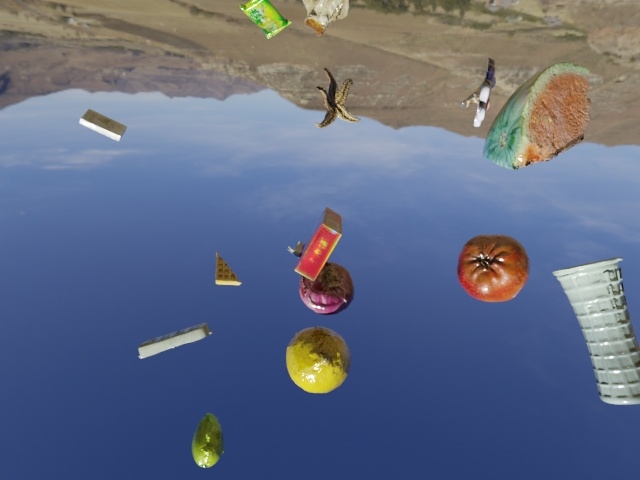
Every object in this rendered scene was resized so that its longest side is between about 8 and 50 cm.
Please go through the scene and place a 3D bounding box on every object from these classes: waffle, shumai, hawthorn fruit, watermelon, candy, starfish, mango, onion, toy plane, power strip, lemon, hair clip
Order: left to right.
[{"bbox_3d":[-0.547,0.373,1.549,0.285,0.048,0.080,-17,-169,1],"label":"power strip"},{"bbox_3d":[-0.376,0.676,1.393,0.100,0.119,0.178,37,-162,-31],"label":"mango"},{"bbox_3d":[-0.432,0.126,1.925,0.125,0.032,0.191,4,-135,-13],"label":"waffle"},{"bbox_3d":[-0.178,-0.739,1.350,0.102,0.032,0.178,-15,170,23],"label":"candy"},{"bbox_3d":[-0.035,0.101,1.810,0.262,0.088,0.192,37,171,0],"label":"toy plane"},{"bbox_3d":[-0.009,0.451,1.557,0.253,0.254,0.310,2,168,-5],"label":"lemon"},{"bbox_3d":[-0.001,-0.581,1.015,0.145,0.116,0.145,33,169,7],"label":"shumai"},{"bbox_3d":[0.021,0.200,1.611,0.229,0.164,0.230,7,-138,-7],"label":"onion"},{"bbox_3d":[0.050,-0.424,1.288,0.056,0.213,0.238,15,168,38],"label":"starfish"},{"bbox_3d":[0.502,-0.458,1.269,0.075,0.146,0.257,15,-127,29],"label":"hair clip"},{"bbox_3d":[0.452,0.080,1.063,0.179,0.179,0.200,24,172,44],"label":"hawthorn fruit"},{"bbox_3d":[0.336,-0.198,0.692,0.231,0.129,0.146,-28,-173,-25],"label":"watermelon"}]

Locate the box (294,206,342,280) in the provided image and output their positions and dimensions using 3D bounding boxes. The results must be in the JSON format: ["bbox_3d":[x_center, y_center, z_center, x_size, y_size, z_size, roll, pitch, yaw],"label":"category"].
[{"bbox_3d":[0.000,0.001,1.541,0.089,0.198,0.313,29,-165,-4],"label":"box"}]

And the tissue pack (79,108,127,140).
[{"bbox_3d":[-0.607,-0.325,1.149,0.108,0.023,0.056,23,-134,-21],"label":"tissue pack"}]

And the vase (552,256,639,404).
[{"bbox_3d":[0.638,0.197,0.910,0.143,0.299,0.143,-11,168,-3],"label":"vase"}]
